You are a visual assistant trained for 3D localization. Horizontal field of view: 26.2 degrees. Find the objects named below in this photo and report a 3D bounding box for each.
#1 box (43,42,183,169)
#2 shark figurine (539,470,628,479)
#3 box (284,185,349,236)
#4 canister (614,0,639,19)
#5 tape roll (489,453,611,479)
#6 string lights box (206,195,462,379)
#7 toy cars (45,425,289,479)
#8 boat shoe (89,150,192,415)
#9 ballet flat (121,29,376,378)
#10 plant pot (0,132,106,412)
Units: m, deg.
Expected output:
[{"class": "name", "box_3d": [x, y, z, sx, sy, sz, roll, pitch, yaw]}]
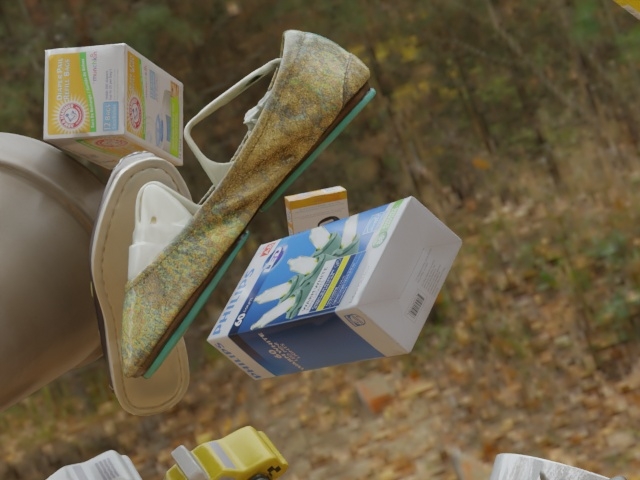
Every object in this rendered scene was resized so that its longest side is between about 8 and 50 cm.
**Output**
[{"class": "box", "box_3d": [-0.249, -0.159, 1.678, 0.103, 0.114, 0.203, -2, -8, 14]}, {"class": "shark figurine", "box_3d": [0.233, 0.195, 1.063, 0.166, 0.116, 0.278, -52, -5, -30]}, {"class": "box", "box_3d": [0.000, 0.000, 1.852, 0.081, 0.136, 0.028, -11, 22, -16]}, {"class": "canister", "box_3d": [0.321, -0.326, 1.531, 0.073, 0.170, 0.126, -45, 24, 33]}, {"class": "tape roll", "box_3d": [0.339, 0.414, 1.917, 0.246, 0.169, 0.246, 18, -13, 4]}, {"class": "string lights box", "box_3d": [0.009, 0.053, 1.357, 0.260, 0.077, 0.133, -17, 38, 52]}, {"class": "toy cars", "box_3d": [-0.230, 0.308, 1.684, 0.394, 0.087, 0.176, -14, 39, 26]}, {"class": "boat shoe", "box_3d": [-0.199, 0.039, 1.507, 0.117, 0.324, 0.096, -11, 35, -18]}, {"class": "ballet flat", "box_3d": [-0.093, -0.042, 1.215, 0.348, 0.123, 0.123, -52, 9, -7]}, {"class": "plant pot", "box_3d": [-0.411, 0.074, 1.628, 0.323, 0.323, 0.280, -18, 22, 32]}]
